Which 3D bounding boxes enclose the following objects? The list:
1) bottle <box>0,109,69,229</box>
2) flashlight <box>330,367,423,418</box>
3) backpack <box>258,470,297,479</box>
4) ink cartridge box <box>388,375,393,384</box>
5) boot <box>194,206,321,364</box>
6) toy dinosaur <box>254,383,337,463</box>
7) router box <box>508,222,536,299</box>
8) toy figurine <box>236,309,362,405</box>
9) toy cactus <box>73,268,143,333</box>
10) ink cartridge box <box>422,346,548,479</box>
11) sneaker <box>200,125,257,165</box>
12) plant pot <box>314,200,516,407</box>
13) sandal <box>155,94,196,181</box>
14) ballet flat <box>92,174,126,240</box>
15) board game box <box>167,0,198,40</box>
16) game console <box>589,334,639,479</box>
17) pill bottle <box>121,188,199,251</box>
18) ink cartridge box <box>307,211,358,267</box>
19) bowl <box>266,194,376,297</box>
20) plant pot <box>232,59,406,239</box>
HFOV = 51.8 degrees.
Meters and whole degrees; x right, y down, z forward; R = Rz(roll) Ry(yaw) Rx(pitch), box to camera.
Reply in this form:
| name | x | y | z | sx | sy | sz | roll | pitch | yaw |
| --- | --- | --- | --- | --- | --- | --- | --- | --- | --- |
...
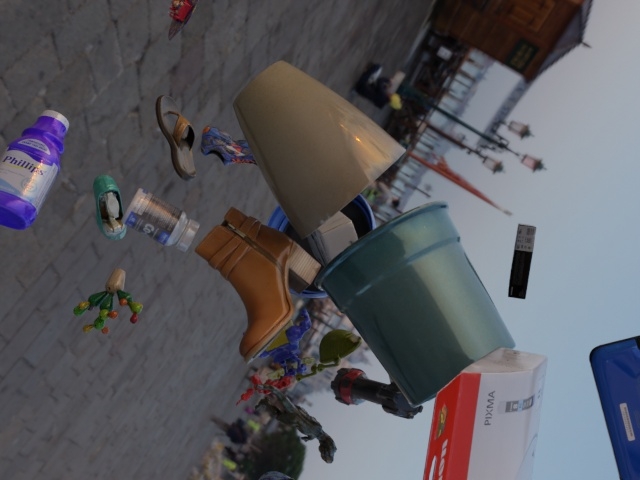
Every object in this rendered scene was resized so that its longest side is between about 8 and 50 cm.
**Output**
| name | x | y | z | sx | sy | sz | roll | pitch | yaw |
| --- | --- | --- | --- | --- | --- | --- | --- | --- | --- |
| bottle | -0.631 | -0.161 | 1.432 | 0.092 | 0.118 | 0.283 | 129 | -22 | -53 |
| flashlight | 0.142 | 0.389 | 1.671 | 0.103 | 0.103 | 0.304 | -23 | -170 | -29 |
| backpack | -0.119 | 0.691 | 1.728 | 0.117 | 0.173 | 0.158 | 36 | 73 | -60 |
| ink cartridge box | 0.318 | 0.320 | 1.816 | 0.283 | 0.207 | 0.117 | 115 | -31 | -62 |
| boot | -0.141 | 0.073 | 1.236 | 0.283 | 0.220 | 0.109 | -59 | -174 | -36 |
| toy dinosaur | -0.065 | 0.357 | 1.359 | 0.118 | 0.268 | 0.064 | 0 | -132 | 56 |
| router box | 0.501 | 0.049 | 1.640 | 0.133 | 0.046 | 0.179 | -10 | 107 | -73 |
| toy figurine | -0.101 | 0.253 | 1.704 | 0.362 | 0.217 | 0.191 | -28 | 178 | 30 |
| toy cactus | -0.570 | 0.167 | 1.814 | 0.112 | 0.218 | 0.181 | 46 | 44 | -44 |
| ink cartridge box | 0.234 | 0.331 | 0.933 | 0.385 | 0.091 | 0.308 | 1 | 97 | -64 |
| sneaker | -0.252 | -0.252 | 1.939 | 0.083 | 0.221 | 0.087 | 134 | -24 | -74 |
| plant pot | 0.217 | 0.147 | 1.403 | 0.341 | 0.334 | 0.341 | -29 | 165 | -9 |
| sandal | -0.341 | -0.255 | 1.615 | 0.060 | 0.219 | 0.090 | -20 | 171 | 24 |
| ballet flat | -0.617 | -0.075 | 1.937 | 0.083 | 0.087 | 0.247 | -18 | 135 | -21 |
| board game box | -0.364 | -0.596 | 1.697 | 0.168 | 0.033 | 0.133 | -17 | -124 | 51 |
| game console | 0.655 | 0.301 | 1.281 | 0.250 | 0.293 | 0.173 | -15 | -177 | 6 |
| pill bottle | -0.313 | -0.037 | 1.296 | 0.078 | 0.137 | 0.078 | -55 | -164 | 23 |
| ink cartridge box | 0.028 | -0.004 | 1.695 | 0.086 | 0.153 | 0.208 | -25 | -155 | -10 |
| bowl | 0.000 | 0.000 | 2.115 | 0.391 | 0.391 | 0.077 | -58 | 148 | -4 |
| plant pot | -0.025 | -0.188 | 1.223 | 0.256 | 0.274 | 0.256 | -40 | -177 | 3 |
